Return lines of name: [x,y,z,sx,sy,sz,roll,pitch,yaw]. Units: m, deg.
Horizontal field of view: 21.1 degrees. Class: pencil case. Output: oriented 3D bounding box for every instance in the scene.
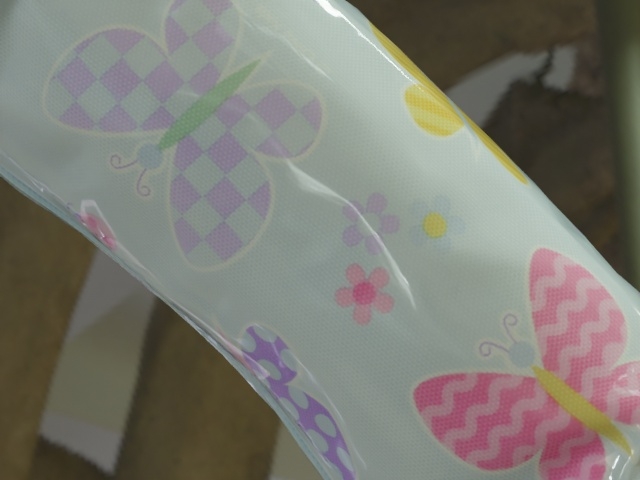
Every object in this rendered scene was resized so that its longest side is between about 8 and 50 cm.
pencil case: [0.000,0.000,0.543,0.124,0.273,0.113,-44,-4,14]
